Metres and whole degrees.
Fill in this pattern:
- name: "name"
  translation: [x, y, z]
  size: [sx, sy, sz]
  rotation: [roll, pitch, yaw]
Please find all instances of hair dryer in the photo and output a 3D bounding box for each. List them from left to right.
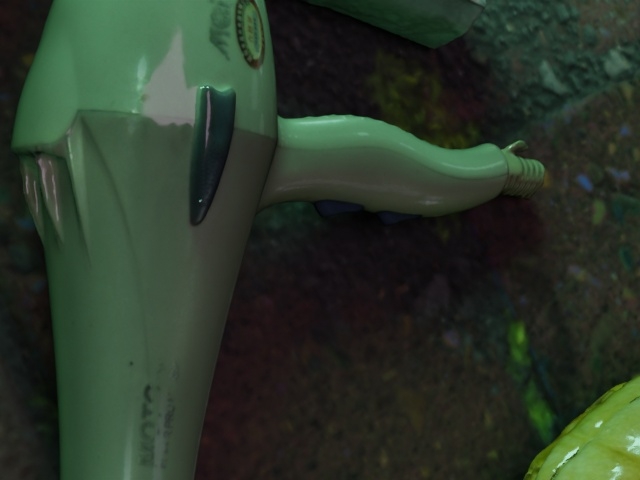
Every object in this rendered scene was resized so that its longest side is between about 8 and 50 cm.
- name: "hair dryer"
  translation: [-0.028, 0.026, 0.520]
  size: [0.298, 0.119, 0.296]
  rotation: [29, 76, -31]

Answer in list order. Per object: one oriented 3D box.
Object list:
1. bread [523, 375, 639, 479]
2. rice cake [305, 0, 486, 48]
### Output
- name: "bread"
  translation: [0.206, 0.165, 0.577]
  size: [0.236, 0.120, 0.198]
  rotation: [-27, 94, -27]
- name: "rice cake"
  translation: [0.004, -0.161, 0.576]
  size: [0.206, 0.069, 0.063]
  rotation: [17, 72, -24]
